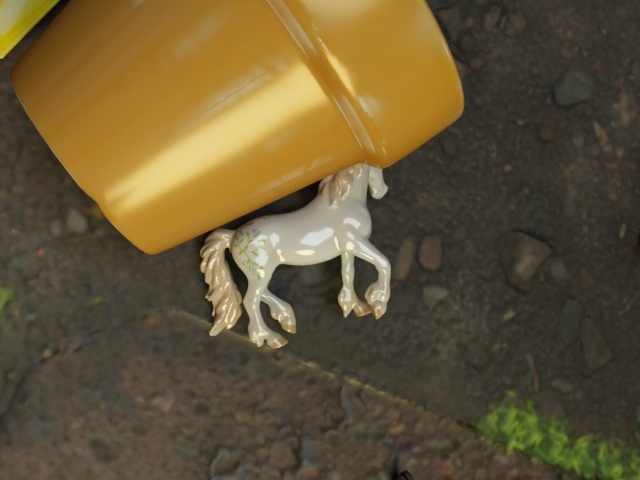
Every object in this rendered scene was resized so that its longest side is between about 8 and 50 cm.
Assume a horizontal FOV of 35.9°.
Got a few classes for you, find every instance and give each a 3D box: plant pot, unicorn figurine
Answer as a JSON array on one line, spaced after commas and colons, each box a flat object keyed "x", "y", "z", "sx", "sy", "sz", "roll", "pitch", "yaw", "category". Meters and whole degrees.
[{"x": -0.057, "y": -0.097, "z": 0.549, "sx": 0.188, "sy": 0.205, "sz": 0.205, "roll": -36, "pitch": 102, "yaw": -1, "category": "plant pot"}, {"x": 0.000, "y": 0.000, "z": 0.628, "sx": 0.162, "sy": 0.060, "sz": 0.111, "roll": -17, "pitch": 96, "yaw": -19, "category": "unicorn figurine"}]

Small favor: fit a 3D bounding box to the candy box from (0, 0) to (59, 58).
[{"x": -0.154, "y": -0.214, "z": 0.575, "sx": 0.206, "sy": 0.027, "sz": 0.105, "roll": -51, "pitch": 127, "yaw": -14, "category": "candy box"}]

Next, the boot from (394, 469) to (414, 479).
[{"x": 0.011, "y": 0.207, "z": 0.646, "sx": 0.114, "sy": 0.037, "sz": 0.106, "roll": 0, "pitch": 87, "yaw": -15, "category": "boot"}]
